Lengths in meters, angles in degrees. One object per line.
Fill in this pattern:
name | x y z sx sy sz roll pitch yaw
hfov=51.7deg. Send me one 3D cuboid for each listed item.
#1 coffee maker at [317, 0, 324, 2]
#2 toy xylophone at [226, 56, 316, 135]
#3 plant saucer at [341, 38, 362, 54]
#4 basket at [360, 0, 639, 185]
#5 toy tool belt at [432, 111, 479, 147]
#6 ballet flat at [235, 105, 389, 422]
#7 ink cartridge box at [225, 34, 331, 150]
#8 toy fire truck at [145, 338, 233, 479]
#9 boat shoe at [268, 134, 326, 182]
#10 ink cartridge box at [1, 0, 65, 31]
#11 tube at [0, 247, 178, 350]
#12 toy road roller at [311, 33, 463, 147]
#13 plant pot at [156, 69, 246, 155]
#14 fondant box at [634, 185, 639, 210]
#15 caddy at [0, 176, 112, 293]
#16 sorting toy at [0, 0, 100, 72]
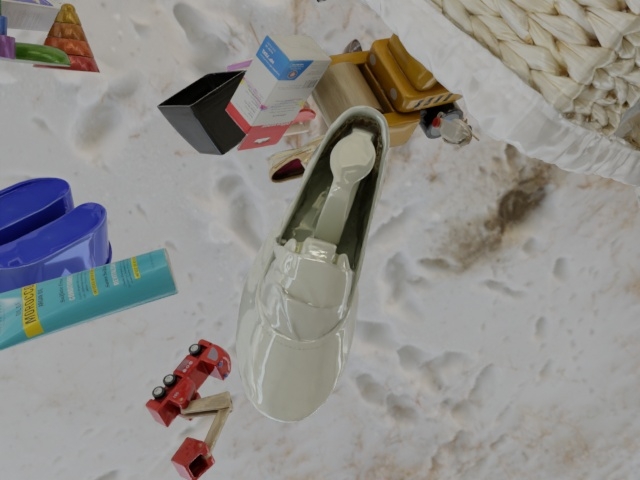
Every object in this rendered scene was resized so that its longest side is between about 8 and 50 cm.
coffee maker | 0.061 -0.698 1.657 0.178 0.171 0.120 -6 154 19
toy xylophone | -0.166 -0.441 2.012 0.236 0.081 0.323 -8 145 41
plant saucer | 0.089 -0.476 1.897 0.036 0.198 0.198 2 137 17
basket | 0.223 -0.254 0.591 0.328 0.331 0.266 1 135 -50
toy tool belt | 0.234 -0.189 1.139 0.051 0.083 0.052 11 109 -28
ballet flat | 0.000 0.000 0.757 0.139 0.400 0.139 13 148 8
ink cartridge box | -0.094 -0.290 1.311 0.134 0.078 0.231 -20 155 -50
toy fire truck | -0.176 0.239 0.964 0.192 0.135 0.047 -51 143 -35
boat shoe | -0.021 -0.144 1.222 0.170 0.059 0.063 -18 134 23
ink cartridge box | -0.635 -0.464 1.221 0.176 0.371 0.069 36 107 3
tube | -0.259 0.062 0.705 0.207 0.080 0.052 -17 131 -10
toy road roller | 0.164 -0.341 1.359 0.329 0.202 0.240 -17 156 -24
plant pot | -0.282 -0.328 1.747 0.188 0.187 0.167 -41 121 -28
fondant box | 0.647 -0.029 0.939 0.330 0.096 0.238 -20 133 19
caddy | -0.587 0.024 1.345 0.341 0.241 0.179 -38 154 -45
sorting toy | -0.482 -0.361 1.126 0.127 0.365 0.126 5 100 1
